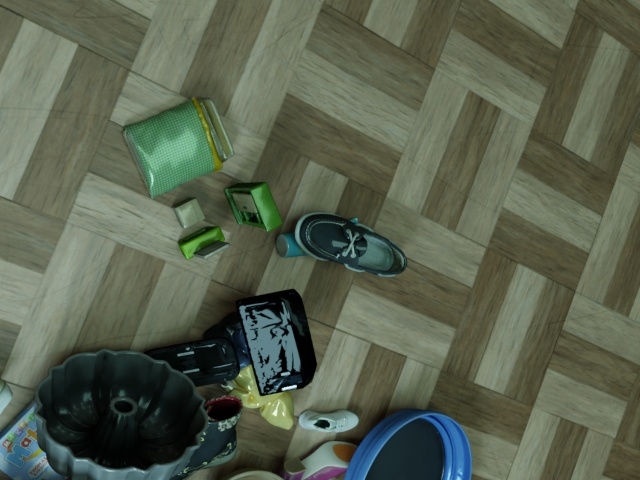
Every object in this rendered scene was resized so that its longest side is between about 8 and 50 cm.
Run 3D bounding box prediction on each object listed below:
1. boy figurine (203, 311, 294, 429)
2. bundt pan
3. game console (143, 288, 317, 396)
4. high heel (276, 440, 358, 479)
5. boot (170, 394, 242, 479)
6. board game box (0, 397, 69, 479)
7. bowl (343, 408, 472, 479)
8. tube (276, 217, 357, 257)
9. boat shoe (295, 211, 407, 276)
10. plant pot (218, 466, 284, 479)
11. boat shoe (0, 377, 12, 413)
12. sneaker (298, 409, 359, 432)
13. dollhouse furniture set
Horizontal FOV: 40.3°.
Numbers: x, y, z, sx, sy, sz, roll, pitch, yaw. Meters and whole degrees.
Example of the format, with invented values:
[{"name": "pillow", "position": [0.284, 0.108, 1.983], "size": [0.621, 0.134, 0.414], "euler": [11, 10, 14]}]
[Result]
[{"name": "boy figurine", "position": [-0.132, 0.291, 1.917], "size": [0.177, 0.092, 0.285], "euler": [-40, 112, -18]}, {"name": "bundt pan", "position": [-0.388, 0.361, 1.678], "size": [0.331, 0.331, 0.124], "euler": [2, 124, -27]}, {"name": "game console", "position": [-0.196, 0.231, 1.811], "size": [0.361, 0.044, 0.213], "euler": [-11, 107, 3]}, {"name": "high heel", "position": [-0.006, 0.544, 2.035], "size": [0.244, 0.082, 0.117], "euler": [-9, 136, -41]}, {"name": "boot", "position": [-0.271, 0.417, 1.815], "size": [0.236, 0.085, 0.178], "euler": [-15, 140, -31]}, {"name": "board game box", "position": [-0.540, 0.431, 1.750], "size": [0.160, 0.039, 0.211], "euler": [-47, 113, -15]}, {"name": "bowl", "position": [0.206, 0.590, 2.091], "size": [0.391, 0.077, 0.391], "euler": [-10, 106, -37]}, {"name": "tube", "position": [0.000, 0.000, 1.982], "size": [0.207, 0.052, 0.080], "euler": [-9, 109, -33]}, {"name": "boat shoe", "position": [0.076, 0.009, 1.958], "size": [0.302, 0.091, 0.114], "euler": [15, 87, -42]}, {"name": "plant pot", "position": [-0.175, 0.605, 1.918], "size": [0.237, 0.110, 0.237], "euler": [-3, 98, -26]}, {"name": "boat shoe", "position": [-0.680, 0.391, 1.641], "size": [0.302, 0.113, 0.103], "euler": [-47, 115, -4]}, {"name": "sneaker", "position": [0.028, 0.427, 2.031], "size": [0.152, 0.061, 0.054], "euler": [4, 92, -29]}, {"name": "dollhouse furniture set", "position": [-0.242, -0.131, 1.779], "size": [0.197, 0.151, 0.301], "euler": [-29, 107, -22]}]
